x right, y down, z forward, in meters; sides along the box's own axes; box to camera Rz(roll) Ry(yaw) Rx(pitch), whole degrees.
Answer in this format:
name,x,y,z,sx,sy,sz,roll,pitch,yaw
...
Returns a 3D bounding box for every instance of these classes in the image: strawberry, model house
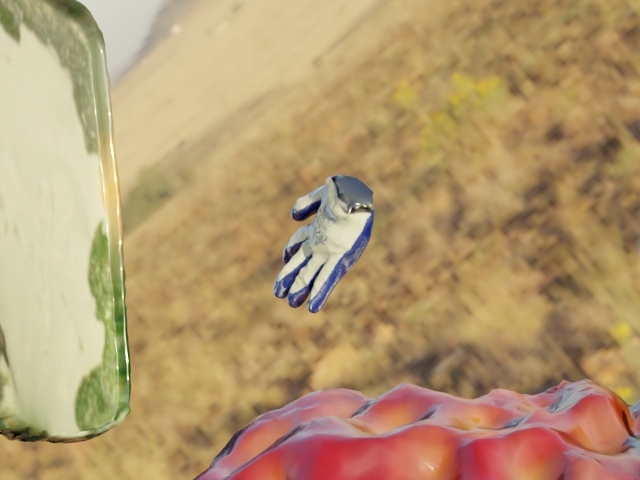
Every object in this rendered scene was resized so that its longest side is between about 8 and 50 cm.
name,x,y,z,sx,sy,sz,roll,pitch,yaw
strawberry,-0.022,0.169,0.401,0.280,0.150,0.253,-69,-8,-48
model house,-0.278,-0.001,1.105,0.301,0.271,0.190,-10,-8,25

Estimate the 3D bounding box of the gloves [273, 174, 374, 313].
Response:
name,x,y,z,sx,sy,sz,roll,pitch,yaw
gloves,0.000,0.000,1.034,0.086,0.026,0.064,-61,34,24
